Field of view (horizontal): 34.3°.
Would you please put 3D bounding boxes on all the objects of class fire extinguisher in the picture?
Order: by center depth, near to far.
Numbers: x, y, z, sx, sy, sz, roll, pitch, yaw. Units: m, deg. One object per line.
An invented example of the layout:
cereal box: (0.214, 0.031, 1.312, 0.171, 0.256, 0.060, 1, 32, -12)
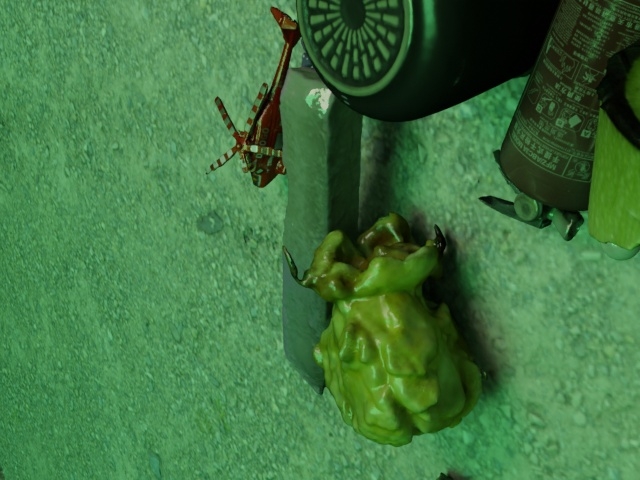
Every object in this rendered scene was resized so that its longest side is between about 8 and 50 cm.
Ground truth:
fire extinguisher: (0.190, -0.108, 0.736, 0.105, 0.105, 0.269, 45, 138, 31)

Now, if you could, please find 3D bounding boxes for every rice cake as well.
rice cake: (0.001, 0.000, 1.016, 0.070, 0.064, 0.399, 34, 143, 29)

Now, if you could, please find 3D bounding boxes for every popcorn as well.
popcorn: (0.062, 0.086, 0.947, 0.168, 0.174, 0.195, -85, -10, -62)

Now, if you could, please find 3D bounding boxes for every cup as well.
cup: (0.086, -0.205, 0.760, 0.169, 0.177, 0.223, 21, 119, 50)

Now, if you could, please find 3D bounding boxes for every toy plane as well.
toy plane: (-0.053, -0.144, 1.071, 0.126, 0.077, 0.194, 18, 113, 44)

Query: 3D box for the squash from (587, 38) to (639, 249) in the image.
squash: (0.256, -0.027, 0.581, 0.220, 0.220, 0.133, 33, 130, 40)

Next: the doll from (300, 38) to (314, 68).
doll: (0.024, -0.200, 0.946, 0.110, 0.067, 0.205, 5, 100, 43)

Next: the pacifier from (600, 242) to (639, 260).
pacifier: (0.235, -0.007, 0.745, 0.099, 0.078, 0.081, 67, 165, 3)

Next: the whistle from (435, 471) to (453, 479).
whistle: (0.207, 0.315, 0.947, 0.326, 0.068, 0.057, 28, 141, 42)
